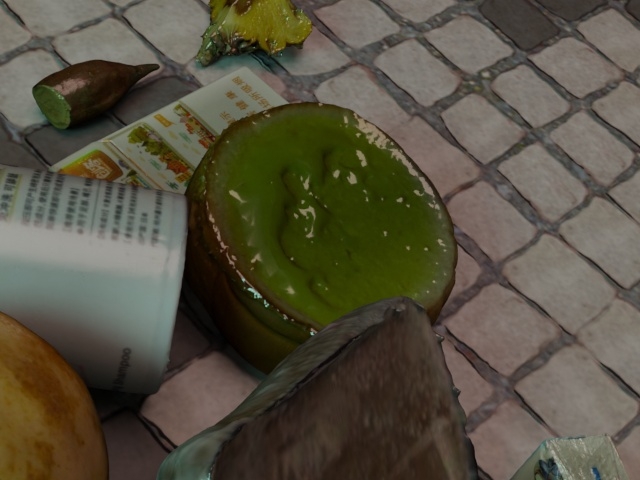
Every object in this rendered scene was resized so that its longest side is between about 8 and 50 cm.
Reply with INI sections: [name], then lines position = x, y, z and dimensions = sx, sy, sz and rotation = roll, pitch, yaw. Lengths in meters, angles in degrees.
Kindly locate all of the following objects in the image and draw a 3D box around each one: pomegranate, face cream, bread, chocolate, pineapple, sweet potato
[pomegranate]
position = -0.221, 0.134, 0.654
dimensions = 0.207, 0.207, 0.207
rotation = 9, 49, -11
[face cream]
position = -0.281, 0.011, 0.779
dimensions = 0.369, 0.145, 0.145
rotation = 8, 50, -10
[bread]
position = 0.000, 0.000, 0.904
dimensions = 0.236, 0.070, 0.236
rotation = 15, 53, -21
[chocolate]
position = -0.002, 0.152, 0.716
dimensions = 0.100, 0.185, 0.303
rotation = -5, 14, 27
[pineapple]
position = -0.073, -0.203, 1.076
dimensions = 0.114, 0.077, 0.114
rotation = 32, 62, 14
[sweet potato]
position = -0.185, -0.131, 0.990
dimensions = 0.117, 0.049, 0.049
rotation = -27, 64, -34

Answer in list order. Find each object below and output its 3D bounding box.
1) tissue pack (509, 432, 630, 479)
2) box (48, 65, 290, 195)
[tissue pack]
position = 0.172, 0.186, 0.814
dimensions = 0.058, 0.094, 0.074
rotation = -5, 56, -23
[box]
position = -0.102, -0.064, 0.971
dimensions = 0.122, 0.032, 0.220
rotation = 42, 51, 16
